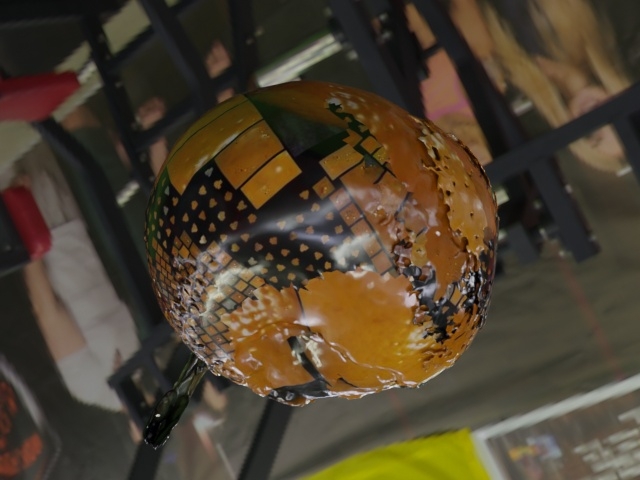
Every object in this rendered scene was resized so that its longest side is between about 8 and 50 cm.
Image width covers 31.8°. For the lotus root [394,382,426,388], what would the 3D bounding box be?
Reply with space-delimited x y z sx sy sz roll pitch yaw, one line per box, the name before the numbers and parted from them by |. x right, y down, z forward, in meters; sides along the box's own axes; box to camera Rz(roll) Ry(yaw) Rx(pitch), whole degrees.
lotus root | 0.060 0.092 1.166 0.089 0.179 0.080 -13 127 -23

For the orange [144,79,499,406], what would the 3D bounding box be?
orange | 0.000 0.000 0.736 0.234 0.234 0.182 -30 -146 45

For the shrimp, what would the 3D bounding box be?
shrimp | -0.106 0.100 1.016 0.198 0.051 0.262 -64 -179 -9
